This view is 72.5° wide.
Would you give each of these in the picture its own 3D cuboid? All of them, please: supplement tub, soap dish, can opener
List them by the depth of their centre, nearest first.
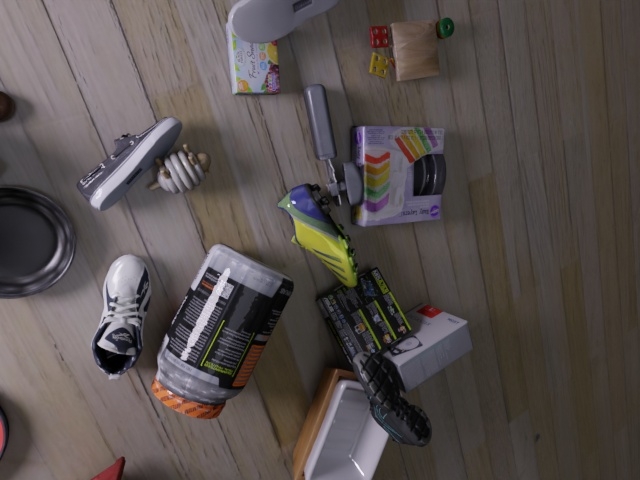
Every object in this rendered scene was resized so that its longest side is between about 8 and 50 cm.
[{"bbox_3d":[-0.202,0.181,0.895,0.193,0.193,0.316,30,84,-29],"label":"supplement tub"},{"bbox_3d":[0.034,-0.217,1.010,0.095,0.076,0.284,-13,106,-5],"label":"can opener"},{"bbox_3d":[0.067,0.478,1.133,0.228,0.118,0.291,21,88,-29],"label":"soap dish"}]

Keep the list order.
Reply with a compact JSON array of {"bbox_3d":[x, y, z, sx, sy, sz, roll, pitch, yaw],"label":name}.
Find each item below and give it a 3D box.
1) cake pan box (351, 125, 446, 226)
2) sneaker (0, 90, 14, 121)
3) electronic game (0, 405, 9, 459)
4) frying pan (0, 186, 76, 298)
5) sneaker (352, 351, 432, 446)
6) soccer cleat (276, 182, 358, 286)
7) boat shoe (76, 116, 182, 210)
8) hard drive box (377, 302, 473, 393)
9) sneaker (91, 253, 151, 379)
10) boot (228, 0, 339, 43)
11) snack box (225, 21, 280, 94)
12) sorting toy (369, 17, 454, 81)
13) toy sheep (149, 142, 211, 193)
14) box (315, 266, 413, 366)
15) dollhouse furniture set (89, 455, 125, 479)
[{"bbox_3d":[0.203,-0.166,1.120,0.266,0.070,0.246,-5,103,-27],"label":"cake pan box"},{"bbox_3d":[-0.597,-0.222,0.685,0.188,0.071,0.066,0,99,-27],"label":"sneaker"},{"bbox_3d":[-0.680,0.354,0.757,0.229,0.048,0.230,-5,101,-27],"label":"electronic game"},{"bbox_3d":[-0.580,0.054,0.755,0.197,0.053,0.326,43,80,-27],"label":"frying pan"},{"bbox_3d":[0.147,0.383,1.030,0.267,0.106,0.101,54,43,-4],"label":"sneaker"},{"bbox_3d":[0.000,-0.001,1.041,0.121,0.093,0.289,-25,114,11],"label":"soccer cleat"},{"bbox_3d":[-0.362,-0.161,0.825,0.076,0.080,0.228,40,83,-2],"label":"boat shoe"},{"bbox_3d":[0.251,0.276,1.159,0.232,0.181,0.089,-24,108,-23],"label":"hard drive box"},{"bbox_3d":[-0.371,0.151,0.824,0.094,0.153,0.235,19,90,-30],"label":"sneaker"},{"bbox_3d":[-0.089,-0.484,0.886,0.258,0.123,0.095,-30,140,-20],"label":"boot"},{"bbox_3d":[-0.140,-0.381,0.917,0.100,0.037,0.141,-10,103,-25],"label":"snack box"},{"bbox_3d":[0.220,-0.468,1.086,0.274,0.046,0.133,-18,107,-24],"label":"sorting toy"},{"bbox_3d":[-0.278,-0.136,0.862,0.132,0.091,0.091,-25,110,-8],"label":"toy sheep"},{"bbox_3d":[0.111,0.189,1.102,0.184,0.045,0.191,-26,82,-24],"label":"box"},{"bbox_3d":[-0.498,0.640,0.871,0.374,0.152,0.201,-32,113,-1],"label":"dollhouse furniture set"}]
